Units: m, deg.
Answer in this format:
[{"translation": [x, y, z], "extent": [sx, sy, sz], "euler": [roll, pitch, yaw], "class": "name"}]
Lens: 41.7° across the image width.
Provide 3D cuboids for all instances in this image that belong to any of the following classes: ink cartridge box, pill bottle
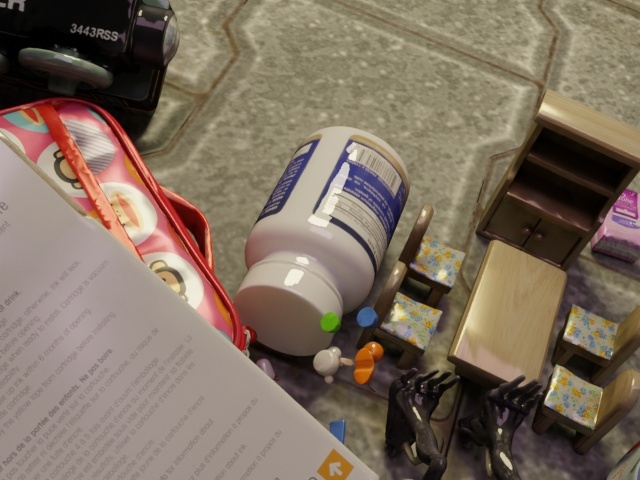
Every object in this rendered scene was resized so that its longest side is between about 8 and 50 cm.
[{"translation": [-0.170, 0.151, 0.461], "extent": [0.307, 0.072, 0.303], "euler": [43, 69, -5], "class": "ink cartridge box"}, {"translation": [0.000, 0.000, 0.711], "extent": [0.112, 0.112, 0.186], "euler": [24, 49, 3], "class": "pill bottle"}]

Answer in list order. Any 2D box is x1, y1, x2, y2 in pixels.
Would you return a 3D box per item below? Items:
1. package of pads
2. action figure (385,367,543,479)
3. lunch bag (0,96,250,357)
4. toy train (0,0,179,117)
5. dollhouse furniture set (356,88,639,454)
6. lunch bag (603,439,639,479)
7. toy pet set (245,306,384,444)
[{"translation": [0.308, -0.019, 0.869], "extent": [0.050, 0.032, 0.083], "euler": [19, 49, -4], "class": "package of pads"}, {"translation": [0.093, 0.209, 0.553], "extent": [0.164, 0.140, 0.275], "euler": [14, 46, -7], "class": "action figure"}, {"translation": [-0.195, 0.031, 0.633], "extent": [0.258, 0.120, 0.293], "euler": [-20, 63, -33], "class": "lunch bag"}, {"translation": [-0.284, -0.196, 0.747], "extent": [0.334, 0.190, 0.142], "euler": [11, 86, 0], "class": "toy train"}, {"translation": [0.184, 0.015, 0.720], "extent": [0.212, 0.161, 0.242], "euler": [26, 49, 5], "class": "dollhouse furniture set"}, {"translation": [0.373, 0.246, 0.622], "extent": [0.243, 0.115, 0.303], "euler": [-26, 62, -34], "class": "lunch bag"}, {"translation": [-0.001, 0.120, 0.629], "extent": [0.122, 0.065, 0.114], "euler": [-10, 61, 31], "class": "toy pet set"}]
